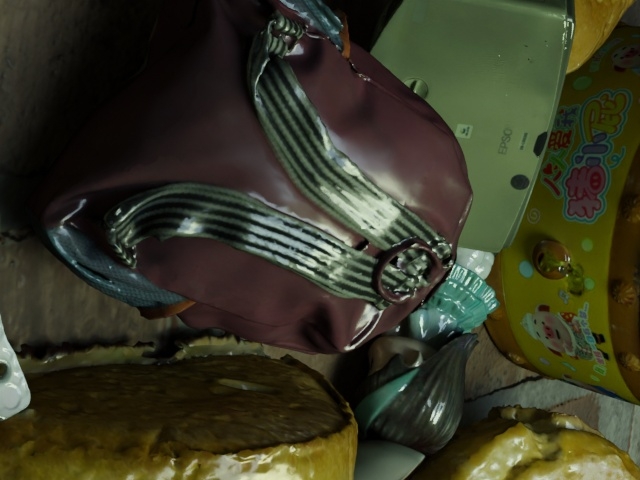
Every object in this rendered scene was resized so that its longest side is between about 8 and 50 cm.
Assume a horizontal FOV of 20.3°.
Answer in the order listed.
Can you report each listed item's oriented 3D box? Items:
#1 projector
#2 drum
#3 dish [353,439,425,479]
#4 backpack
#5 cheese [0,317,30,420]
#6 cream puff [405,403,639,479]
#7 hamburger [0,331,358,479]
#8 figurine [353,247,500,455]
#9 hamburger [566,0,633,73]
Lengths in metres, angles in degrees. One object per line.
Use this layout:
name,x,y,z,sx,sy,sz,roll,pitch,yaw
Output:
projector,0.111,-0.124,1.616,0.088,0.194,0.269,-82,-177,-53
drum,0.369,-0.024,1.953,0.431,0.214,0.431,-23,120,-47
dish,0.005,0.233,1.668,0.191,0.191,0.066,-35,86,-39
backpack,-0.032,-0.040,1.385,0.317,0.197,0.283,34,93,-22
cheese,-0.260,0.007,1.241,0.127,0.054,0.251,-29,105,-43
cream puff,0.198,0.337,1.851,0.343,0.231,0.327,29,77,-24
hamburger,-0.111,0.236,1.395,0.445,0.287,0.268,1,104,-49
figurine,0.112,0.106,1.769,0.245,0.110,0.138,-66,154,-22
hamburger,0.194,-0.250,1.692,0.330,0.162,0.209,44,67,-54
